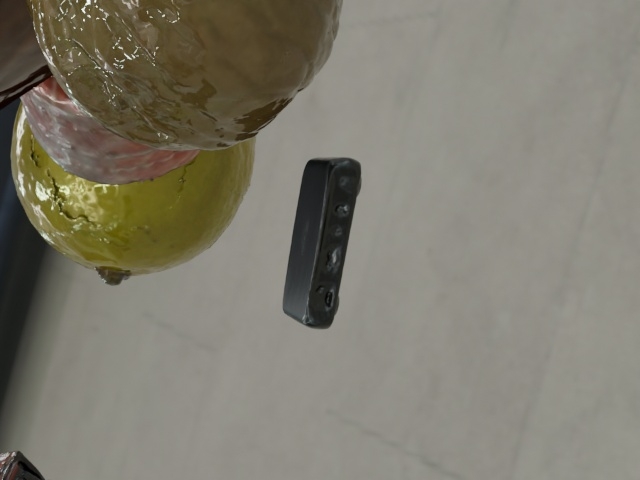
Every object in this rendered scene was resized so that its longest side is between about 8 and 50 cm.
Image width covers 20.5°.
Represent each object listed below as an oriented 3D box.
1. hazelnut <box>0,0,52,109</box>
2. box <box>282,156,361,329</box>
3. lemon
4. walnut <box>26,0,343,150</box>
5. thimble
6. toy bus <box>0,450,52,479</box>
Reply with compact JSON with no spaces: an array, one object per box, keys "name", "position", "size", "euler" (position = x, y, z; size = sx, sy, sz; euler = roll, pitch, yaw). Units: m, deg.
[{"name":"hazelnut","position":[-0.332,-0.265,1.465],"size":[0.421,0.353,0.421],"euler":[-48,14,16]},{"name":"box","position":[0.000,0.000,1.311],"size":[0.125,0.027,0.126],"euler":[-164,83,-80]},{"name":"lemon","position":[-0.211,-0.105,2.018],"size":[0.297,0.297,0.297],"euler":[-164,90,-72]},{"name":"walnut","position":[-0.095,-0.174,1.160],"size":[0.228,0.228,0.228],"euler":[-164,90,-72]},{"name":"thimble","position":[-0.202,-0.193,1.816],"size":[0.162,0.239,0.239],"euler":[85,-170,-62]},{"name":"toy bus","position":[-0.284,0.318,1.828],"size":[0.096,0.235,0.073],"euler":[-10,36,27]}]
